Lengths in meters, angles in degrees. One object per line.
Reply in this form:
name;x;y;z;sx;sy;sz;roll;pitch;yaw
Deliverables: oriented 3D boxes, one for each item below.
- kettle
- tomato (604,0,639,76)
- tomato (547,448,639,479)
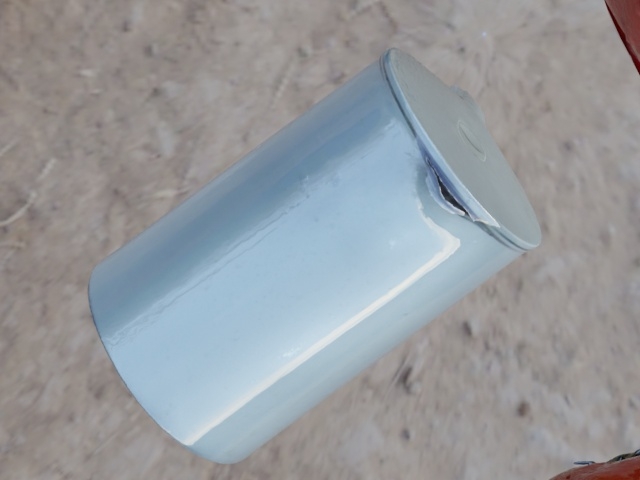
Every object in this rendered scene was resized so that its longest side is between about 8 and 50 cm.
kettle;0.006;0.012;1.267;0.318;0.265;0.205;-38;70;19
tomato;0.182;-0.088;0.506;0.187;0.187;0.151;35;76;1
tomato;0.249;0.213;1.220;0.228;0.228;0.101;-16;63;8
